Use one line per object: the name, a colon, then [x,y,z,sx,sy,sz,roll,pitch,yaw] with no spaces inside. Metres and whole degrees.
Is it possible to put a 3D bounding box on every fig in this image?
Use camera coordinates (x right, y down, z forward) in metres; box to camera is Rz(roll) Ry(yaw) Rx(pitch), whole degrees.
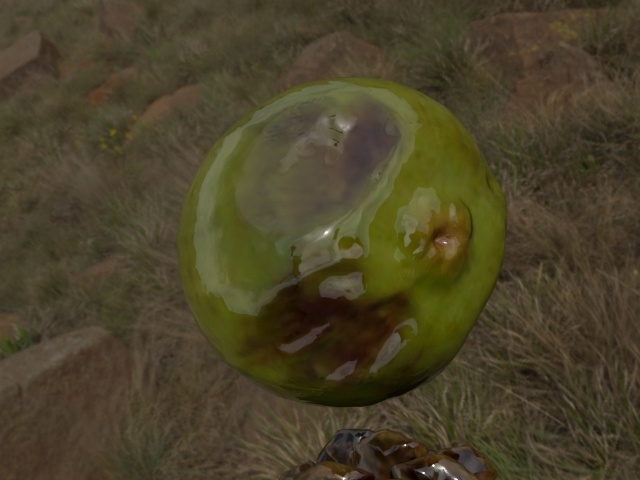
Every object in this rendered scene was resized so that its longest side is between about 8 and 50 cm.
fig: [0.000,0.000,0.517,0.271,0.239,0.239,6,56,52]

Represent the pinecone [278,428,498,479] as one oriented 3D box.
pinecone: [0.053,0.325,0.558,0.385,0.384,0.384,-21,42,21]
